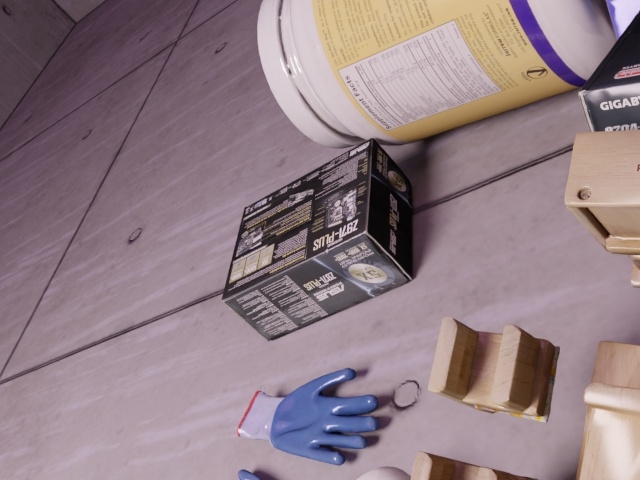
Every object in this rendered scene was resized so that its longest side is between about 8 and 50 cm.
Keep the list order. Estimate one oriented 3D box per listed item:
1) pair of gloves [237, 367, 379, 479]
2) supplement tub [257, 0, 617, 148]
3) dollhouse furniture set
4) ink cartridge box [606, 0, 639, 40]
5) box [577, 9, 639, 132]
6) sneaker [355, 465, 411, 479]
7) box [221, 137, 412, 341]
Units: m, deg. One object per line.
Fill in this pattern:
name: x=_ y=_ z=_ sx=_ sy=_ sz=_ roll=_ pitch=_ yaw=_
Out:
pair of gloves: x=-0.029 y=0.194 z=0.645 sx=0.159 sy=0.023 sz=0.198 roll=-5 pitch=49 yaw=44
supplement tub: x=0.122 y=-0.232 z=0.771 sx=0.331 sy=0.241 sz=0.241 roll=-14 pitch=42 yaw=41
dollhouse furniture set: x=0.195 y=0.082 z=0.423 sx=0.212 sy=0.161 sz=0.242 roll=3 pitch=73 yaw=39
ink cartridge box: x=0.341 y=-0.246 z=0.637 sx=0.165 sy=0.065 sz=0.332 roll=-15 pitch=29 yaw=38
box: x=0.282 y=-0.118 z=0.428 sx=0.220 sy=0.051 sz=0.175 roll=-3 pitch=33 yaw=43
sneaker: x=0.000 y=0.263 z=0.448 sx=0.256 sy=0.094 sz=0.151 roll=-47 pitch=25 yaw=-9
box: x=0.000 y=0.000 z=0.790 sx=0.180 sy=0.077 sz=0.147 roll=-27 pitch=35 yaw=27
